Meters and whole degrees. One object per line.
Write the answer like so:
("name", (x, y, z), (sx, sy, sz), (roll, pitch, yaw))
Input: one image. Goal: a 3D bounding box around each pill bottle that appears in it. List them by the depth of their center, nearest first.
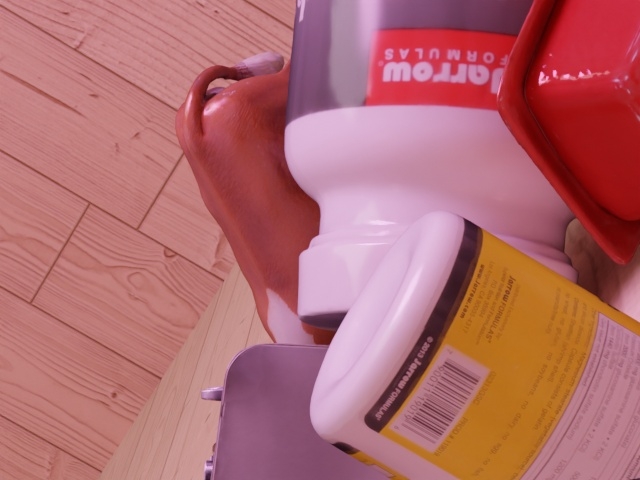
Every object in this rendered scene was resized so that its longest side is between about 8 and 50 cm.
("pill bottle", (0.096, 0.074, 0.659), (0.103, 0.184, 0.103), (-58, 8, 12))
("pill bottle", (0.087, -0.123, 1.060), (0.210, 0.210, 0.362), (149, 127, -75))

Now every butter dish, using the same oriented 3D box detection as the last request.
("butter dish", (0.194, -0.090, 0.933), (0.118, 0.160, 0.159), (-4, 50, 43))

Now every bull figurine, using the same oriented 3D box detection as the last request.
("bull figurine", (0.000, 0.000, 1.191), (0.101, 0.310, 0.188), (2, 36, 37))

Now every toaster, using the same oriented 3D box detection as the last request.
("toaster", (0.022, 0.118, 0.987), (0.168, 0.186, 0.110), (99, 173, -86))

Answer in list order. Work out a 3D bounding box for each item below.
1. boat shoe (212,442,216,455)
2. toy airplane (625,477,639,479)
("boat shoe", (-0.015, 0.211, 1.228), (0.341, 0.122, 0.110), (-166, 70, -85))
("toy airplane", (0.194, -0.071, 0.266), (0.384, 0.272, 0.386), (41, -118, -66))
